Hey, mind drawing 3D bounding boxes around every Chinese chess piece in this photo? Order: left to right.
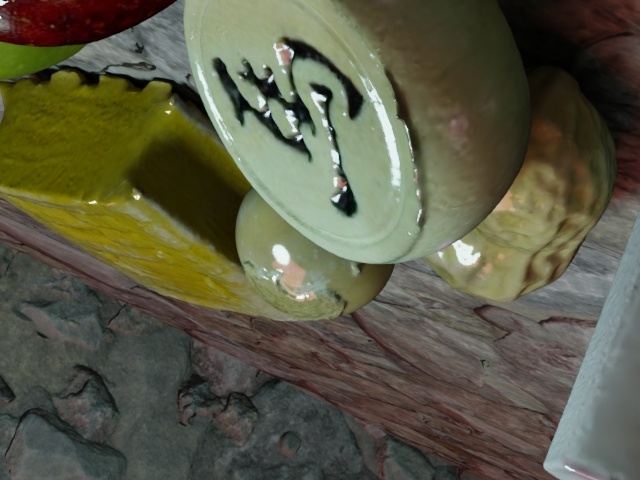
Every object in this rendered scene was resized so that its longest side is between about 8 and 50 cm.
[{"bbox_3d":[0.019,-0.103,0.922,0.250,0.101,0.250,39,149,29],"label":"Chinese chess piece"}]

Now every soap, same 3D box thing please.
[{"bbox_3d":[-0.186,-0.049,1.604,0.293,0.156,0.335,8,161,36],"label":"soap"}]

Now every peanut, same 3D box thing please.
[{"bbox_3d":[0.143,-0.037,1.094,0.152,0.152,0.313,23,165,3],"label":"peanut"}]

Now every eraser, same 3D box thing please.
[{"bbox_3d":[0.279,0.064,0.968,0.174,0.270,0.095,23,165,0],"label":"eraser"}]

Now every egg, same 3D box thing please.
[{"bbox_3d":[-0.003,0.002,1.453,0.164,0.164,0.201,17,169,29],"label":"egg"}]

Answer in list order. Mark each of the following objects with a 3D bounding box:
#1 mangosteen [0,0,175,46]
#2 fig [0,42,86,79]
[{"bbox_3d":[-0.143,-0.226,0.744,0.215,0.215,0.257,23,149,3],"label":"mangosteen"},{"bbox_3d":[-0.223,-0.213,0.998,0.181,0.181,0.191,26,145,-8],"label":"fig"}]
